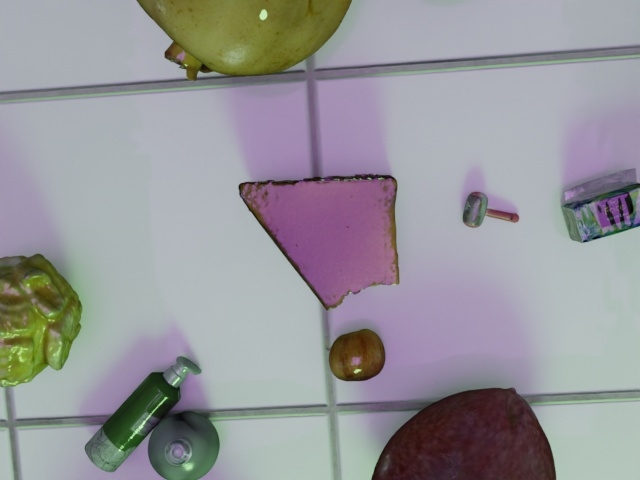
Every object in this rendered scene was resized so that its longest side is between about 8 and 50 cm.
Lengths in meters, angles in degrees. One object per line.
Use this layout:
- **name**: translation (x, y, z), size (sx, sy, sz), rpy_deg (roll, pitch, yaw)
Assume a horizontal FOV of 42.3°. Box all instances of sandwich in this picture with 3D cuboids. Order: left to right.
- **sandwich**: translation (0.000, 0.000, 1.174), size (0.220, 0.108, 0.186), rpy_deg (-1, 95, 1)

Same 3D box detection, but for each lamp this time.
- **lamp**: translation (-0.201, 0.304, 1.220), size (0.105, 0.105, 0.105), rpy_deg (0, 96, 3)

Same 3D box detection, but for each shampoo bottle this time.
- **shampoo bottle**: translation (-0.264, 0.255, 1.242), size (0.065, 0.065, 0.204), rpy_deg (42, 96, -2)

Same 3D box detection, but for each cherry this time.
- **cherry**: translation (0.201, 0.344, 1.148), size (0.261, 0.221, 0.307), rpy_deg (24, 84, -7)

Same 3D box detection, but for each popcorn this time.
- **popcorn**: translation (-0.433, 0.110, 1.170), size (0.185, 0.187, 0.167), rpy_deg (-26, 113, -21)

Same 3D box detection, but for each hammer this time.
- **hammer**: translation (0.249, -0.039, 1.199), size (0.083, 0.031, 0.052), rpy_deg (12, 99, -9)

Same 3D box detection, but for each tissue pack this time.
- **tissue pack**: translation (0.401, -0.050, 1.159), size (0.111, 0.085, 0.079), rpy_deg (-17, 93, 6)

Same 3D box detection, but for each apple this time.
- **apple**: translation (0.054, 0.167, 1.205), size (0.084, 0.084, 0.071), rpy_deg (-10, 69, 4)

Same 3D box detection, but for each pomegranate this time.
- **pomegranate**: translation (-0.104, -0.347, 1.059), size (0.319, 0.319, 0.319), rpy_deg (0, 96, 3)
